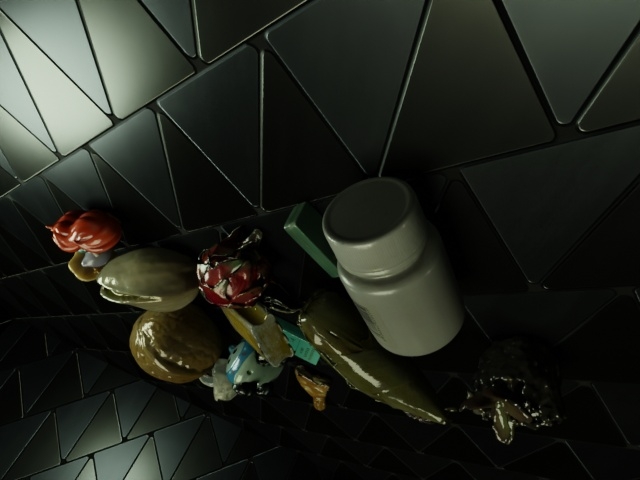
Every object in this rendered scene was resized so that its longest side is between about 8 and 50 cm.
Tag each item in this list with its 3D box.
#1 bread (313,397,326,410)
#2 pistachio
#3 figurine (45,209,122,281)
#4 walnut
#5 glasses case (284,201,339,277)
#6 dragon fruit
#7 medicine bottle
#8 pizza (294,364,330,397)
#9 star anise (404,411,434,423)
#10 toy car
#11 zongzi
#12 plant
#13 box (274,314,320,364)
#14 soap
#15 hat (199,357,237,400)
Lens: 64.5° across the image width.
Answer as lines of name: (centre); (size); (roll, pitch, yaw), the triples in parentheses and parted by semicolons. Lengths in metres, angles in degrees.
bread: (-0.004, 0.661, 2.090); (0.052, 0.044, 0.157); (13, 146, 11)
pistachio: (-0.527, 0.124, 1.569); (0.332, 0.226, 0.207); (5, 120, 10)
figurine: (-0.730, -0.002, 1.594); (0.208, 0.181, 0.257); (51, 144, 17)
walnut: (-0.519, 0.373, 1.855); (0.333, 0.332, 0.332); (19, 146, 13)
glasses case: (0.000, 0.000, 1.145); (0.040, 0.077, 0.184); (-16, 128, 43)
dragon fruit: (-0.225, 0.082, 1.338); (0.192, 0.193, 0.274); (56, 147, 12)
medicine bottle: (0.147, 0.055, 0.997); (0.208, 0.208, 0.339); (2, 139, 34)
pizza: (-0.021, 0.537, 1.926); (0.161, 0.062, 0.182); (-1, 133, 47)
star anise: (0.348, 0.598, 1.753); (0.141, 0.042, 0.141); (18, 146, 13)
toy car: (-0.239, 0.430, 1.797); (0.190, 0.188, 0.255); (31, -178, 27)
zongzi: (0.093, 0.262, 1.284); (0.447, 0.181, 0.418); (45, 168, -23)
plant: (0.451, 0.346, 1.166); (0.204, 0.234, 0.178); (46, 138, -17)
box: (-0.099, 0.332, 1.707); (0.229, 0.041, 0.162); (25, 147, 5)
soap: (-0.200, 0.248, 1.515); (0.274, 0.089, 0.173); (23, 144, 57)
hat: (-0.451, 0.564, 2.200); (0.275, 0.161, 0.232); (46, 153, 16)
